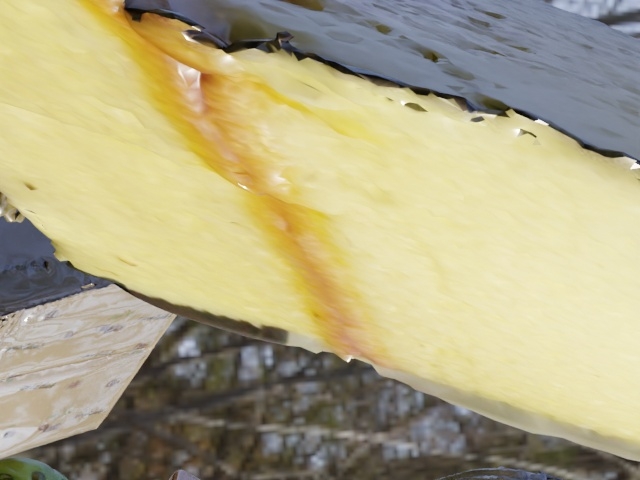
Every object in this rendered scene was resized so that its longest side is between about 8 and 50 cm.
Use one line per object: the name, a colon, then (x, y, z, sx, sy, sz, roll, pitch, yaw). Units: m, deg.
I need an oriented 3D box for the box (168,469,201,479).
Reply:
box: (-0.071, 0.169, 0.856, 0.025, 0.048, 0.115, -56, -170, 15)

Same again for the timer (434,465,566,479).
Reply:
timer: (0.212, 0.293, 1.620, 0.191, 0.208, 0.069, -34, -139, 58)

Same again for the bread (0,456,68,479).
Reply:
bread: (-0.318, 0.293, 1.644, 0.139, 0.130, 0.071, -40, -147, 32)

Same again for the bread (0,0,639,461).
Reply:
bread: (0.000, 0.000, 0.580, 0.405, 0.345, 0.242, -38, 146, -67)

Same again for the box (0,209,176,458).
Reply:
box: (-0.244, -0.027, 0.995, 0.297, 0.190, 0.225, 55, -46, 18)
